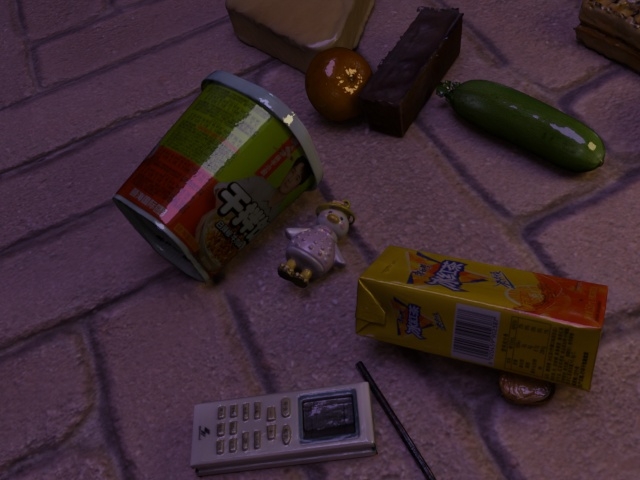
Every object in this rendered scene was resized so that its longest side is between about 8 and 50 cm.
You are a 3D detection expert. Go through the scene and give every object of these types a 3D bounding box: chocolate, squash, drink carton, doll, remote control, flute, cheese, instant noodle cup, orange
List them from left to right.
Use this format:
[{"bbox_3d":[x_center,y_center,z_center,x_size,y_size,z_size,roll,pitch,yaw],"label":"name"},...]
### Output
[{"bbox_3d":[-0.195,-0.106,1.303,0.293,0.294,0.308,29,70,31],"label":"instant noodle cup"},{"bbox_3d":[-0.057,0.285,1.065,0.277,0.056,0.103,-9,50,7],"label":"remote control"},{"bbox_3d":[-0.004,-0.579,1.730,0.383,0.104,0.384,-7,50,8],"label":"cheese"},{"bbox_3d":[0.000,0.000,1.271,0.129,0.081,0.207,29,59,10],"label":"doll"},{"bbox_3d":[0.038,-0.330,1.490,0.155,0.155,0.134,-46,18,-23],"label":"orange"},{"bbox_3d":[0.119,0.283,1.052,0.014,0.014,0.270,-27,51,-9],"label":"flute"},{"bbox_3d":[0.204,-0.362,1.500,0.111,0.112,0.321,18,59,28],"label":"chocolate"},{"bbox_3d":[0.242,0.107,1.071,0.351,0.111,0.154,10,24,22],"label":"drink carton"},{"bbox_3d":[0.380,-0.236,1.361,0.101,0.101,0.378,-40,52,-19],"label":"squash"}]

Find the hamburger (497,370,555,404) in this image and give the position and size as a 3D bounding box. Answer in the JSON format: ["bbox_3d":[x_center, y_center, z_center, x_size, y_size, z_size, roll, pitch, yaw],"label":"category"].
[{"bbox_3d":[0.306,0.210,1.046,0.083,0.044,0.076,2,54,17],"label":"hamburger"}]

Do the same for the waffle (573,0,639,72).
[{"bbox_3d":[0.761,-0.491,1.470,0.376,0.114,0.261,-33,54,-13],"label":"waffle"}]
